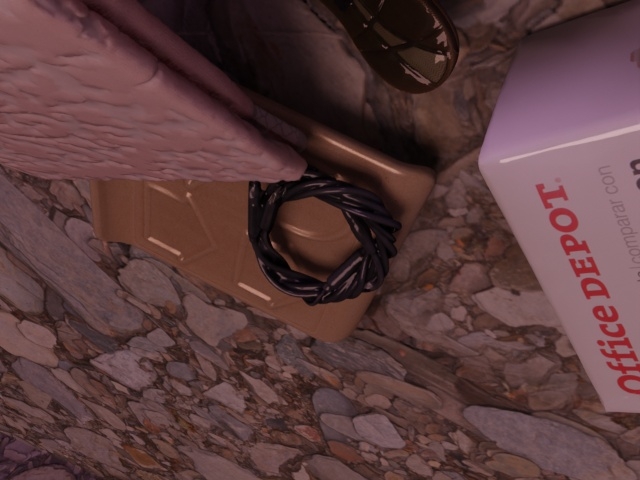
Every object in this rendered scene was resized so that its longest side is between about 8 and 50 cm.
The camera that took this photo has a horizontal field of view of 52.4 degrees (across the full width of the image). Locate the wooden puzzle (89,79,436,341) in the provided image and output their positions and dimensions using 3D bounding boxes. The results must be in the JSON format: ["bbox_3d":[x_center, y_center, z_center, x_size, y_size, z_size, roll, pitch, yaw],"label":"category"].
[{"bbox_3d":[-0.080,-0.047,0.717,0.347,0.081,0.322,23,142,2],"label":"wooden puzzle"}]

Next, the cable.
[{"bbox_3d":[0.000,0.000,0.636,0.150,0.047,0.185,13,138,6],"label":"cable"}]

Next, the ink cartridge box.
[{"bbox_3d":[0.335,-0.029,0.400,0.384,0.160,0.279,-10,127,39],"label":"ink cartridge box"}]

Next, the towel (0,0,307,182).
[{"bbox_3d":[-0.215,-0.111,0.490,0.331,0.054,0.317,3,170,26],"label":"towel"}]

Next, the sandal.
[{"bbox_3d":[0.033,-0.208,0.467,0.219,0.060,0.090,52,140,1],"label":"sandal"}]
